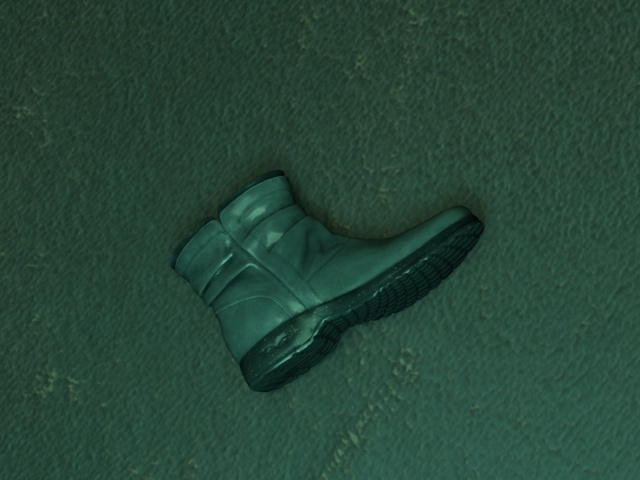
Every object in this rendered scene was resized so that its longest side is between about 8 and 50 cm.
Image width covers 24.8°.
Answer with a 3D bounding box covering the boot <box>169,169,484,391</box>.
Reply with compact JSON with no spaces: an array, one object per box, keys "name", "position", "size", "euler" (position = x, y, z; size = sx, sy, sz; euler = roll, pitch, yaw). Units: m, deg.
[{"name":"boot","position":[0.000,0.000,1.691],"size":[0.338,0.118,0.223],"euler":[-32,69,0]}]
